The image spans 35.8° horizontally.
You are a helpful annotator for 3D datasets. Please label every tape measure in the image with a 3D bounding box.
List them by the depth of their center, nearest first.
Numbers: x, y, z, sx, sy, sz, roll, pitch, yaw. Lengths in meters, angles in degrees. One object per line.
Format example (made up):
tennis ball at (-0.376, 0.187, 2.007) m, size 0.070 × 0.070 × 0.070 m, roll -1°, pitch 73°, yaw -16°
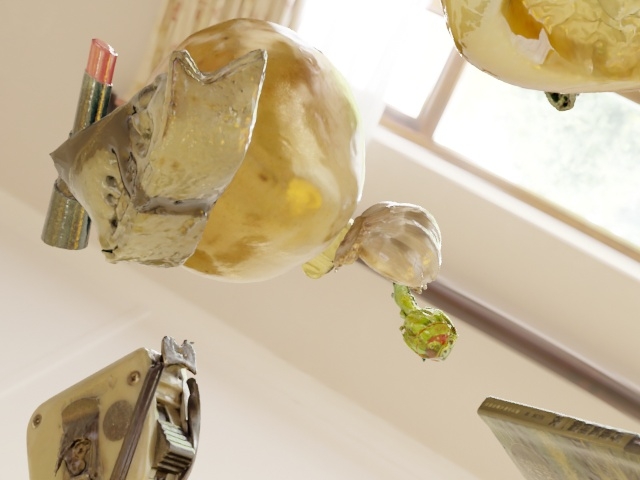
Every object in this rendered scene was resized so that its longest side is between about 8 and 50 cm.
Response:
tape measure at (-0.275, 0.287, 1.354) m, size 0.133 × 0.271 × 0.231 m, roll 40°, pitch -154°, yaw -51°

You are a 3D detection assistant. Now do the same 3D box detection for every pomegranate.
pomegranate at (-0.090, -0.108, 1.266) m, size 0.332 × 0.333 × 0.332 m, roll 20°, pitch -157°, yaw -9°

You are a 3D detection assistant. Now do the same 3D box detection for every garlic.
garlic at (0.071, 0.006, 0.883) m, size 0.094 × 0.074 × 0.113 m, roll 34°, pitch -150°, yaw -13°

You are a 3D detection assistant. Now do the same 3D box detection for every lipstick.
lipstick at (-0.264, -0.108, 1.102) m, size 0.053 × 0.234 × 0.053 m, roll 13°, pitch -166°, yaw -3°

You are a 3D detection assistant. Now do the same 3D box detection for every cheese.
cheese at (0.000, 0.000, 1.814) m, size 0.050 × 0.127 × 0.255 m, roll 33°, pitch -179°, yaw -12°

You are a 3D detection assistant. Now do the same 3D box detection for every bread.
bread at (0.300, -0.293, 0.847) m, size 0.423 × 0.245 × 0.329 m, roll -15°, pitch 167°, yaw 10°

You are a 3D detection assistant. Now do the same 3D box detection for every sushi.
sushi at (-0.124, -0.058, 0.861) m, size 0.134 × 0.273 × 0.109 m, roll 19°, pitch -122°, yaw -36°

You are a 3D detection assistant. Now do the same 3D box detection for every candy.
candy at (0.116, 0.072, 1.464) m, size 0.073 × 0.077 × 0.262 m, roll -25°, pitch -125°, yaw -9°

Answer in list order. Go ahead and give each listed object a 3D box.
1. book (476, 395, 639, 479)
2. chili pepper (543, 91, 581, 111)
book at (0.198, 0.164, 0.555) m, size 0.160 × 0.024 × 0.228 m, roll 54°, pitch 160°, yaw -17°
chili pepper at (0.401, -0.322, 1.557) m, size 0.136 × 0.099 × 0.270 m, roll 44°, pitch -136°, yaw -2°
